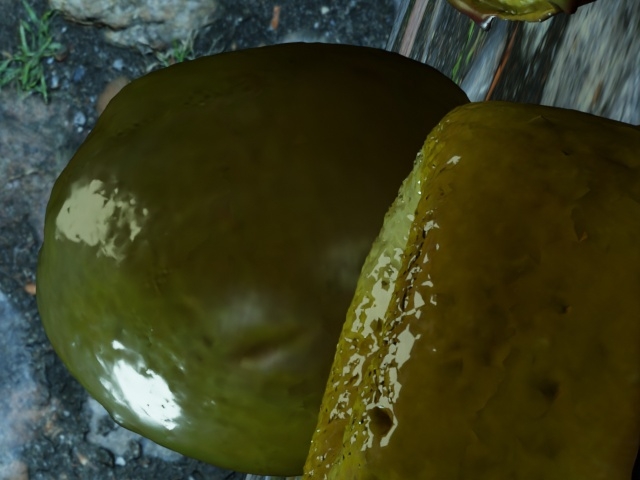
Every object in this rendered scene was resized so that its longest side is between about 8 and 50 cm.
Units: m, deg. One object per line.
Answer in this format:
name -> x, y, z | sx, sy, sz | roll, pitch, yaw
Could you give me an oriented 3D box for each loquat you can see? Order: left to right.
loquat -> -0.024, 0.000, 1.057 | 0.276, 0.284, 0.276 | -167, 90, -90

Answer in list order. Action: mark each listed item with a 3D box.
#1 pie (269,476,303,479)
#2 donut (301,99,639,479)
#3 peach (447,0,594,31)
pie -> -0.023, 0.281, 1.292 | 0.337, 0.075, 0.337 | -161, 90, -81
donut -> 0.064, 0.065, 0.763 | 0.277, 0.108, 0.277 | -162, 90, -87
peach -> 0.082, -0.231, 0.786 | 0.338, 0.281, 0.281 | -76, 6, -46
